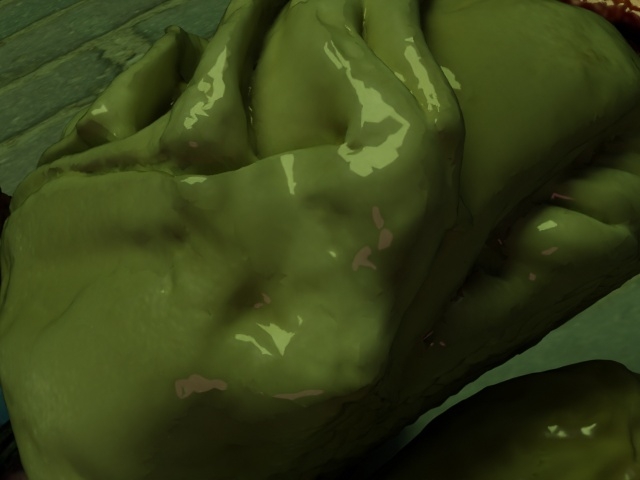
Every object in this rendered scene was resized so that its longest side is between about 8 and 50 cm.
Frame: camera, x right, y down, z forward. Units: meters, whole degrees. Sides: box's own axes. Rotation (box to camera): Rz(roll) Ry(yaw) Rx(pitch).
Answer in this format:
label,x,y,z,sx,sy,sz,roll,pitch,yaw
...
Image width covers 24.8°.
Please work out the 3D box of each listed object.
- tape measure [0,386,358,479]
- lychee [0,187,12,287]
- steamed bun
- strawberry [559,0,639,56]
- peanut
label,x,y,z,sx,sy,sz,roll,pitch,yaw
tape measure,-0.086,0.096,0.826,0.245,0.149,0.231,-39,32,-13
lychee,-0.305,0.024,1.080,0.194,0.194,0.194,-19,27,10
steamed bun,-0.001,-0.018,0.622,0.289,0.203,0.276,-36,-12,12
strawberry,0.288,-0.208,1.123,0.306,0.137,0.233,36,80,32
peanut,0.035,0.159,0.611,0.306,0.147,0.147,-28,27,-2
